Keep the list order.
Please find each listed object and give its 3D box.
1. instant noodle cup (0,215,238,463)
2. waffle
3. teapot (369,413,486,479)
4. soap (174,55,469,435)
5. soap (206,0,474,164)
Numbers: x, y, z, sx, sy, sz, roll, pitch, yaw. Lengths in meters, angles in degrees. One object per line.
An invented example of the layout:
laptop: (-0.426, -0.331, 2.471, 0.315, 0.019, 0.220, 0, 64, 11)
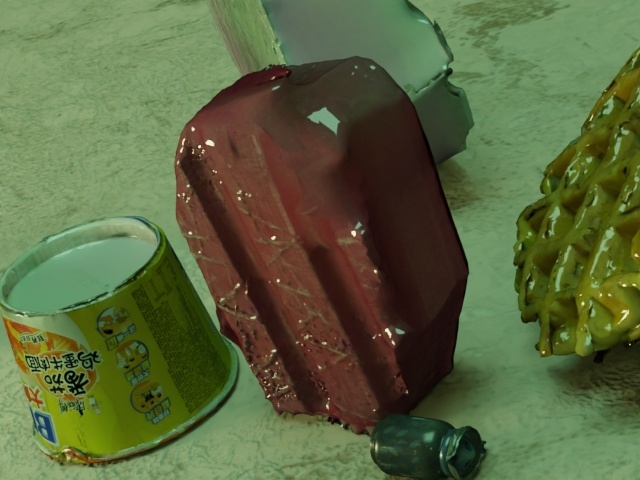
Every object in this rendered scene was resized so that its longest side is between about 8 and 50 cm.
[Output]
instant noodle cup: (-0.186, 0.080, 1.720, 0.205, 0.153, 0.205, -14, 29, 8)
waffle: (0.292, -0.070, 1.581, 0.382, 0.095, 0.379, -50, 15, 14)
teapot: (0.086, 0.166, 1.516, 0.083, 0.063, 0.049, 6, 68, 34)
soap: (0.000, 0.000, 1.563, 0.220, 0.325, 0.127, 3, 38, 39)
soap: (0.004, -0.207, 1.999, 0.156, 0.261, 0.446, -23, 29, -8)
